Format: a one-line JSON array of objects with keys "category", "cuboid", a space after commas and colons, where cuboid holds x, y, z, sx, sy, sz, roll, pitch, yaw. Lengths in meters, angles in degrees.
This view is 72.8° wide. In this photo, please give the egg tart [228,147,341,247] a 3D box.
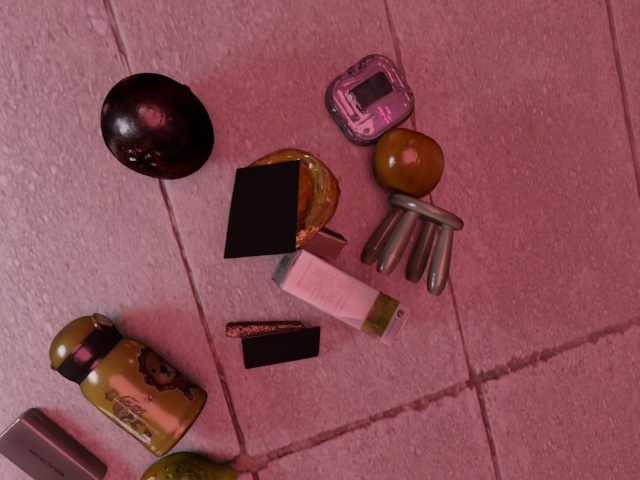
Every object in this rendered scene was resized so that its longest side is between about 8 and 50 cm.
[{"category": "egg tart", "cuboid": [-0.088, -0.087, 1.030, 0.290, 0.107, 0.291, -6, 61, 11]}]

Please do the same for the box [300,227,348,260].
[{"category": "box", "cuboid": [0.000, 0.000, 1.093, 0.122, 0.089, 0.062, 22, 100, -11]}]

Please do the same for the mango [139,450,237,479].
[{"category": "mango", "cuboid": [-0.320, 0.582, 1.056, 0.232, 0.111, 0.126, -1, 98, -12]}]

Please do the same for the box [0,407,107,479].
[{"category": "box", "cuboid": [-0.629, 0.509, 1.017, 0.103, 0.055, 0.244, -44, 100, -6]}]

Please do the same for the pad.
[{"category": "pad", "cuboid": [-0.127, -0.074, 0.969, 0.163, 0.004, 0.243, -5, 61, 13]}]

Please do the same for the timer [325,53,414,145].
[{"category": "timer", "cuboid": [0.128, -0.356, 1.102, 0.208, 0.069, 0.191, -37, 97, -5]}]

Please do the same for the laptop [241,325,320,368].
[{"category": "laptop", "cuboid": [-0.098, 0.266, 1.089, 0.197, 0.016, 0.135, -6, 133, -12]}]

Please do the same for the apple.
[{"category": "apple", "cuboid": [0.215, -0.188, 1.077, 0.182, 0.182, 0.155, 18, 98, -12]}]

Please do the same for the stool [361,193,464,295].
[{"category": "stool", "cuboid": [0.229, 0.006, 1.081, 0.195, 0.195, 0.199, 23, 91, -12]}]

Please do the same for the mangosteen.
[{"category": "mangosteen", "cuboid": [-0.340, -0.268, 0.954, 0.235, 0.235, 0.262, 21, 56, -12]}]

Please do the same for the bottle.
[{"category": "bottle", "cuboid": [-0.441, 0.313, 0.981, 0.351, 0.171, 0.171, 44, 85, -11]}]

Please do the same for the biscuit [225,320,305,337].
[{"category": "biscuit", "cuboid": [-0.138, 0.222, 1.089, 0.198, 0.064, 0.035, 2, 88, -12]}]

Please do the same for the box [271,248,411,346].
[{"category": "box", "cuboid": [0.041, 0.125, 1.049, 0.299, 0.200, 0.107, 28, 87, -12]}]
